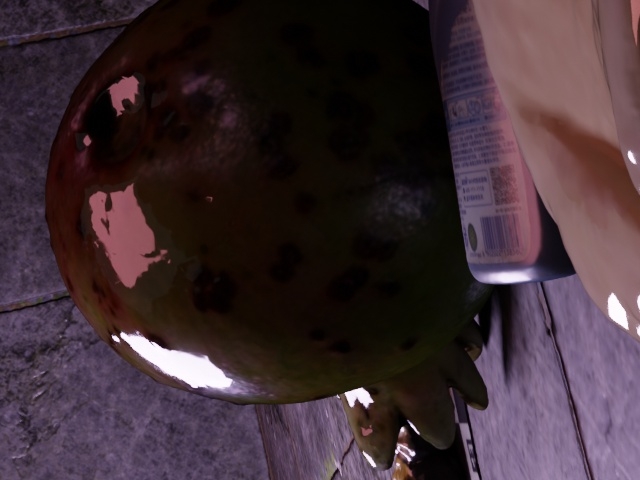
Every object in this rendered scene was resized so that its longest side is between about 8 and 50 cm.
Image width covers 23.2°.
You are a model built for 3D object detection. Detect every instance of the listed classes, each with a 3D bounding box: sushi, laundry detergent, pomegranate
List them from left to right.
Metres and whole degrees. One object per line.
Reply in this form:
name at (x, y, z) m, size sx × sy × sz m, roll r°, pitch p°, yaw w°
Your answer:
pomegranate at (0.010, -0.002, 0.811) m, size 0.306 × 0.242 × 0.242 m, roll 37°, pitch -170°, yaw -23°
sushi at (0.058, 0.119, 1.099) m, size 0.192 × 0.051 × 0.215 m, roll 168°, pitch 91°, yaw -82°
laundry detergent at (0.076, -0.087, 0.635) m, size 0.096 × 0.061 × 0.206 m, roll -161°, pitch 60°, yaw -84°

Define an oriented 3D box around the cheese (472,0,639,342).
cheese at (0.090, -0.095, 0.391) m, size 0.159 × 0.093 × 0.263 m, roll -112°, pitch 8°, yaw -62°
